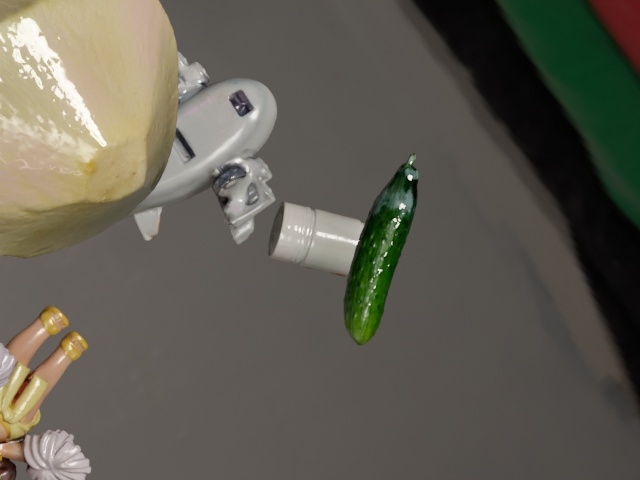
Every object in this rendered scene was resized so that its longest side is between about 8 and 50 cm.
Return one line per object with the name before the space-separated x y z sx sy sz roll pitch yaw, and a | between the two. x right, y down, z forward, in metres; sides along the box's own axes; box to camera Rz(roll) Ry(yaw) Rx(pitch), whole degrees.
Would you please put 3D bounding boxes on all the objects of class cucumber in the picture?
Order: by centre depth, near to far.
cucumber | 0.046 0.004 1.163 0.037 0.155 0.037 17 -3 1

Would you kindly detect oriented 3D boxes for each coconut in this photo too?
coconut | -0.225 -0.101 1.159 0.259 0.259 0.259 47 -14 16

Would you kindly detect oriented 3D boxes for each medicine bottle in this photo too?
medicine bottle | 0.000 0.000 1.432 0.089 0.057 0.057 13 -8 -12

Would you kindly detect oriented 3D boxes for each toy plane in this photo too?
toy plane | -0.153 -0.104 1.808 0.245 0.244 0.117 47 9 13

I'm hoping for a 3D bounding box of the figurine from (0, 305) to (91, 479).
figurine | -0.299 0.162 1.331 0.116 0.240 0.175 25 -26 56
